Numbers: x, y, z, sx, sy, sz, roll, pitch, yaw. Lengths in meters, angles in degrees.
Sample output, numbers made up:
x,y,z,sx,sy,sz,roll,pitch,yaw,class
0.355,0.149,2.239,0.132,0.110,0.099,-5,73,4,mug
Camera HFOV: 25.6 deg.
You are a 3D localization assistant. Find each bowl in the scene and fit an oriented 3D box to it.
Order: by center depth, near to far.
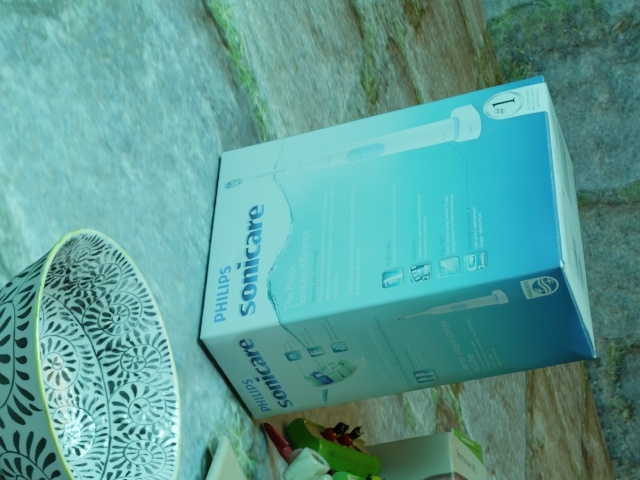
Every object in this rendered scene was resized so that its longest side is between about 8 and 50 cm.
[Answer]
x,y,z,sx,sy,sz,roll,pitch,yaw,class
-0.149,0.084,0.785,0.170,0.080,0.170,-12,90,-74,bowl

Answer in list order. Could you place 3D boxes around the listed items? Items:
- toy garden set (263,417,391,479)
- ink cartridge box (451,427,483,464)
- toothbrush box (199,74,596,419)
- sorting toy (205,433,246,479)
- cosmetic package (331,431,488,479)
x,y,z,sx,sy,sz,roll,pitch,yaw,class
0.052,0.225,1.184,0.244,0.049,0.204,47,11,36,toy garden set
0.253,0.382,1.882,0.189,0.097,0.255,38,43,-65,ink cartridge box
0.063,0.007,1.170,0.126,0.296,0.216,63,21,-44,toothbrush box
-0.063,0.274,1.023,0.208,0.038,0.193,-80,153,-62,sorting toy
0.099,0.349,1.330,0.153,0.129,0.296,47,34,-58,cosmetic package
